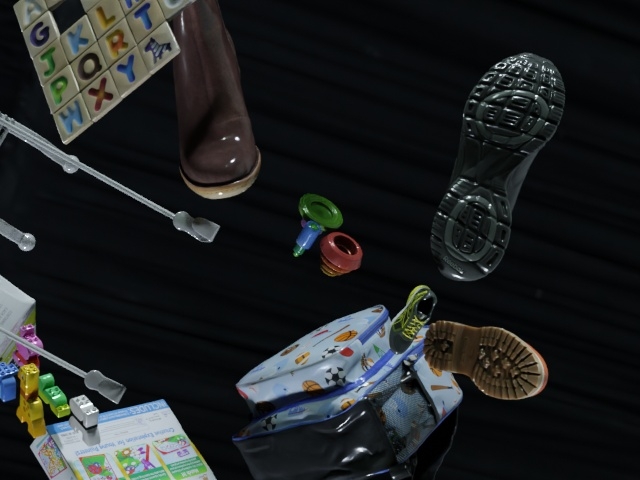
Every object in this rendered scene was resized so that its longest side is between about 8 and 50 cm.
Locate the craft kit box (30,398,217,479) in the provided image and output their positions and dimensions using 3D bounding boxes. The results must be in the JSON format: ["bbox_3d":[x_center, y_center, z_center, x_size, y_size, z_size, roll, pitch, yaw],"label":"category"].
[{"bbox_3d":[-0.261,0.360,2.011,0.247,0.249,0.061,50,121,24],"label":"craft kit box"}]

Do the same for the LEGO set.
[{"bbox_3d":[-0.396,0.194,1.917,0.227,0.087,0.093,39,132,38],"label":"LEGO set"}]

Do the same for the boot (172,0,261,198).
[{"bbox_3d":[-0.130,-0.182,1.480,0.248,0.090,0.207,-102,0,-55],"label":"boot"}]

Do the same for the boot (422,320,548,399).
[{"bbox_3d":[0.170,0.108,1.249,0.158,0.084,0.059,20,97,61],"label":"boot"}]

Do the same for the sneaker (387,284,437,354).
[{"bbox_3d":[0.101,0.088,1.520,0.083,0.031,0.035,-65,17,-2],"label":"sneaker"}]

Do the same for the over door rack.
[{"bbox_3d":[-0.315,0.017,1.618,0.240,0.324,0.108,-62,-2,-7],"label":"over door rack"}]

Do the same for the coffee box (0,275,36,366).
[{"bbox_3d":[-0.667,0.163,2.110,0.338,0.338,0.334,-55,0,-20],"label":"coffee box"}]

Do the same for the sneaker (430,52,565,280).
[{"bbox_3d":[0.193,-0.084,1.595,0.130,0.109,0.286,97,-162,-79],"label":"sneaker"}]

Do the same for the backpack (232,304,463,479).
[{"bbox_3d":[0.041,0.205,1.742,0.276,0.263,0.213,-16,94,37],"label":"backpack"}]

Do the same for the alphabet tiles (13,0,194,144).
[{"bbox_3d":[-0.202,-0.239,1.395,0.237,0.009,0.198,-36,58,18],"label":"alphabet tiles"}]

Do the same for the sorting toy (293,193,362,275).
[{"bbox_3d":[0.000,0.000,1.437,0.042,0.061,0.102,-55,51,32],"label":"sorting toy"}]
